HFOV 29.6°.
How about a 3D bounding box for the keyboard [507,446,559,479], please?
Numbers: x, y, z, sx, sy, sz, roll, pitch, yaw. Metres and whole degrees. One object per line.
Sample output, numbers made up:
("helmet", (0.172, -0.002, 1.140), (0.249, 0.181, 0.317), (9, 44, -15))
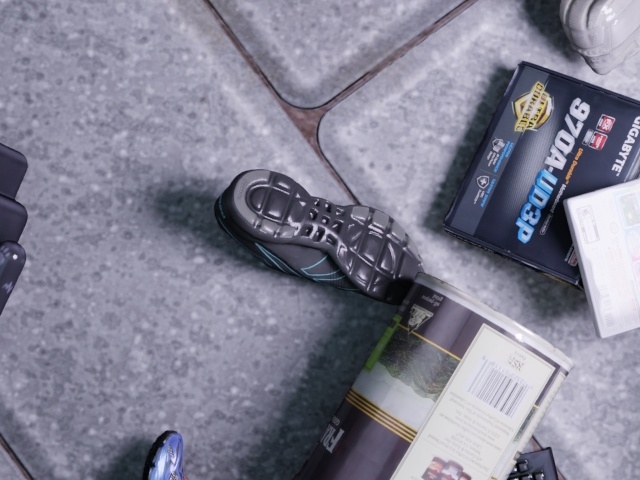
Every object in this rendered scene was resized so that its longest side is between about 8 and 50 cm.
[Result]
("keyboard", (0.283, 0.399, 1.401), (0.201, 0.033, 0.317), (-12, 88, -2))

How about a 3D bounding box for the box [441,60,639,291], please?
("box", (0.264, -0.075, 1.382), (0.175, 0.051, 0.220), (25, 87, 25))

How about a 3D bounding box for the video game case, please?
("video game case", (0.350, 0.013, 1.321), (0.143, 0.019, 0.157), (-16, 94, -11))

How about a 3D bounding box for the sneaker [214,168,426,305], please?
("sneaker", (0.000, 0.000, 1.389), (0.267, 0.106, 0.101), (29, 64, -19))

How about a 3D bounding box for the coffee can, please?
("coffee can", (0.123, 0.202, 1.323), (0.201, 0.201, 0.275), (31, 87, 1))

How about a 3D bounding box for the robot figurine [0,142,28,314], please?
("robot figurine", (-0.432, 0.009, 1.342), (0.173, 0.209, 0.278), (25, 86, -21))

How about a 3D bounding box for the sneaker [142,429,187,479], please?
("sneaker", (-0.157, 0.325, 1.383), (0.087, 0.083, 0.221), (-5, 93, -14))

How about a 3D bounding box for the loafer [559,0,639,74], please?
("loafer", (0.404, -0.325, 1.410), (0.319, 0.112, 0.111), (-43, 132, -10))
